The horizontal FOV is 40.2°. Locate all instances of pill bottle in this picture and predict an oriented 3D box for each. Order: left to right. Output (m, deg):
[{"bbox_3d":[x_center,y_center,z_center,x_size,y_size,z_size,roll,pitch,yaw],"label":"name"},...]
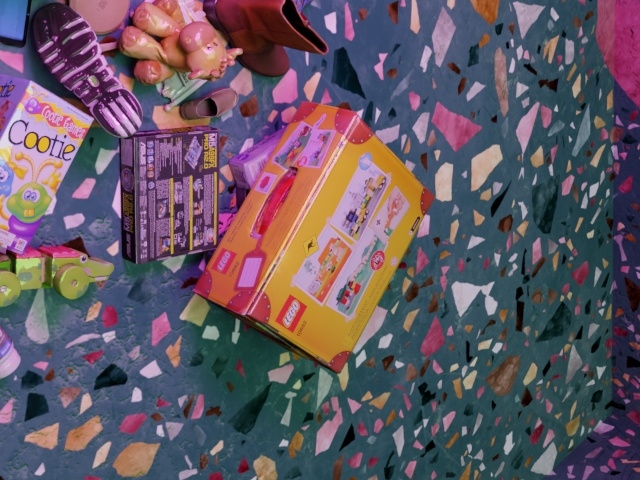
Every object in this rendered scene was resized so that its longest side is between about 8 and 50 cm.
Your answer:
[{"bbox_3d":[-0.623,0.189,1.627,0.078,0.078,0.137,-44,130,-26],"label":"pill bottle"}]

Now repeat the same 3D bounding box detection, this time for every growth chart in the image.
[{"bbox_3d":[-0.295,-0.408,1.800,0.172,0.021,0.237,-40,127,-30],"label":"growth chart"}]

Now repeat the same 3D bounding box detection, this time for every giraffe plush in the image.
[{"bbox_3d":[-0.258,-0.368,1.703,0.210,0.170,0.181,43,70,-46],"label":"giraffe plush"}]

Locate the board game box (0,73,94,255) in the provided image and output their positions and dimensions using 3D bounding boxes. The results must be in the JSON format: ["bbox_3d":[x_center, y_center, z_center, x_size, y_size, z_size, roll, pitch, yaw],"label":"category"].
[{"bbox_3d":[-0.550,-0.136,1.547,0.142,0.144,0.275,32,81,-46],"label":"board game box"}]

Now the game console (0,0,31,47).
[{"bbox_3d":[-0.545,-0.404,1.522,0.071,0.107,0.122,7,98,-17],"label":"game console"}]

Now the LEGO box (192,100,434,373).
[{"bbox_3d":[0.000,0.000,2.005,0.372,0.193,0.500,40,76,-45],"label":"LEGO box"}]

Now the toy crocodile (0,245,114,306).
[{"bbox_3d":[-0.546,0.053,1.632,0.340,0.115,0.105,-4,105,-44],"label":"toy crocodile"}]

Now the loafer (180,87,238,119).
[{"bbox_3d":[-0.230,-0.290,1.880,0.148,0.050,0.056,-30,123,-35],"label":"loafer"}]

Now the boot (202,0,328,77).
[{"bbox_3d":[-0.079,-0.422,1.822,0.096,0.280,0.264,-55,133,-17],"label":"boot"}]

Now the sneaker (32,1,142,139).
[{"bbox_3d":[-0.438,-0.300,1.644,0.106,0.162,0.281,-33,91,-11],"label":"sneaker"}]

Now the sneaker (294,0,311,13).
[{"bbox_3d":[-0.042,-0.586,1.964,0.221,0.083,0.087,-58,145,-5],"label":"sneaker"}]

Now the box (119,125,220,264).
[{"bbox_3d":[-0.315,-0.100,1.852,0.216,0.060,0.270,-13,113,-42],"label":"box"}]

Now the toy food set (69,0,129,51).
[{"bbox_3d":[-0.418,-0.454,1.659,0.132,0.038,0.192,-20,127,-33],"label":"toy food set"}]

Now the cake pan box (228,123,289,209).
[{"bbox_3d":[-0.078,-0.133,2.071,0.267,0.070,0.246,-37,124,-31],"label":"cake pan box"}]
